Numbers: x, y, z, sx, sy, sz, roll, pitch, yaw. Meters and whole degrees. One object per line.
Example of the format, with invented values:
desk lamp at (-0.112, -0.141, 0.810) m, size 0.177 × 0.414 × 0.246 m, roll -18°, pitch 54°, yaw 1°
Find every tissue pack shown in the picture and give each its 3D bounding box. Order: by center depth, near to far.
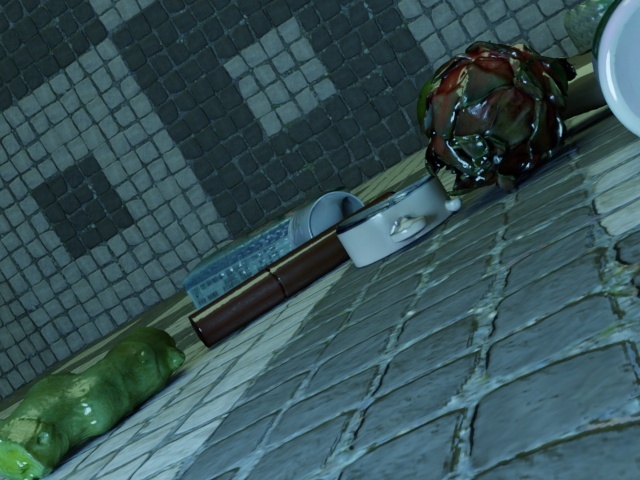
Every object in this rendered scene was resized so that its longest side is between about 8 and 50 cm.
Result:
tissue pack at (-0.084, 0.015, 1.650) m, size 0.316 × 0.103 × 0.228 m, roll -29°, pitch 3°, yaw 17°

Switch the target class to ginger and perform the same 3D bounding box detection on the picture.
ginger at (-0.279, 0.184, 1.062) m, size 0.290 × 0.089 × 0.137 m, roll -35°, pitch 11°, yaw -39°

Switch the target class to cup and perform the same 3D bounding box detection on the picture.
cup at (-0.004, -0.010, 1.370) m, size 0.136 × 0.099 × 0.133 m, roll -32°, pitch 5°, yaw -17°

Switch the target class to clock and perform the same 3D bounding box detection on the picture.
clock at (0.098, -0.030, 1.144) m, size 0.156 × 0.063 × 0.229 m, roll -32°, pitch 5°, yaw 1°

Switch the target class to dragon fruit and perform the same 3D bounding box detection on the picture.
dragon fruit at (0.209, -0.151, 1.056) m, size 0.182 × 0.182 × 0.189 m, roll -29°, pitch 4°, yaw 33°

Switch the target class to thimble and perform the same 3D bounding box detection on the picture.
thimble at (0.621, -0.455, 1.837) m, size 0.219 × 0.150 × 0.219 m, roll -31°, pitch 5°, yaw 3°

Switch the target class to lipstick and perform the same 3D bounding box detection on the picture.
lipstick at (-0.024, 0.036, 1.263) m, size 0.357 × 0.057 × 0.057 m, roll -31°, pitch 4°, yaw -17°

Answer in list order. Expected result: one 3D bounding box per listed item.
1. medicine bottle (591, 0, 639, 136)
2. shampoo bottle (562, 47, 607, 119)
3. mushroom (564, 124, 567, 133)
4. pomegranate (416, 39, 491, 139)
medicine bottle at (0.295, -0.157, 0.736) m, size 0.133 × 0.133 × 0.274 m, roll -30°, pitch 4°, yaw 19°
shampoo bottle at (0.361, -0.214, 1.181) m, size 0.257 × 0.078 × 0.127 m, roll -22°, pitch 16°, yaw 31°
mushroom at (0.285, -0.148, 1.300) m, size 0.059 × 0.054 × 0.202 m, roll -39°, pitch 13°, yaw -21°
pomegranate at (0.288, -0.269, 1.679) m, size 0.181 × 0.181 × 0.224 m, roll -36°, pitch -13°, yaw -48°
